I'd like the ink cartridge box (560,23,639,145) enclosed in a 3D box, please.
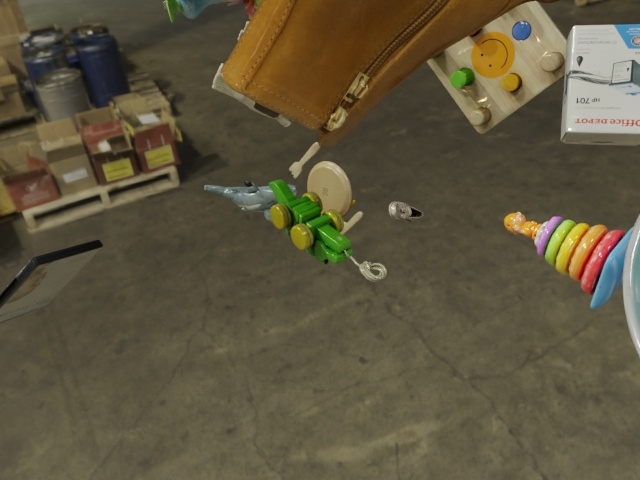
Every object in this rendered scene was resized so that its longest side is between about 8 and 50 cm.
[{"bbox_3d":[0.504,-0.271,1.043,0.139,0.191,0.082,4,-4,15],"label":"ink cartridge box"}]

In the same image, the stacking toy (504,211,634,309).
[{"bbox_3d":[0.573,0.009,1.406,0.301,0.175,0.165,29,51,33],"label":"stacking toy"}]

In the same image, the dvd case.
[{"bbox_3d":[-0.598,0.094,1.267,0.253,0.022,0.180,-39,-5,25],"label":"dvd case"}]

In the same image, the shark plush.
[{"bbox_3d":[-0.124,-0.091,1.072,0.161,0.067,0.073,18,60,4],"label":"shark plush"}]

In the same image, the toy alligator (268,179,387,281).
[{"bbox_3d":[0.000,0.000,0.661,0.056,0.051,0.189,-25,53,-31],"label":"toy alligator"}]

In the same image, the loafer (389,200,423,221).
[{"bbox_3d":[0.196,-0.067,1.360,0.039,0.045,0.125,-7,-7,29],"label":"loafer"}]

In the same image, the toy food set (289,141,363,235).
[{"bbox_3d":[0.020,-0.104,1.247,0.038,0.132,0.192,-21,77,-43],"label":"toy food set"}]

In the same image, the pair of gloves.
[{"bbox_3d":[-0.098,-0.347,1.242,0.204,0.240,0.042,22,53,-24],"label":"pair of gloves"}]

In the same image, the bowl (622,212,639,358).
[{"bbox_3d":[0.412,0.064,0.467,0.311,0.163,0.312,-12,62,23],"label":"bowl"}]

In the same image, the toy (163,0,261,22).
[{"bbox_3d":[-0.074,-0.300,0.739,0.237,0.056,0.137,-10,11,-10],"label":"toy"}]

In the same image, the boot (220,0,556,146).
[{"bbox_3d":[0.066,-0.159,0.421,0.104,0.211,0.295,46,24,24],"label":"boot"}]

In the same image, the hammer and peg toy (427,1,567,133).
[{"bbox_3d":[0.343,-0.445,1.265,0.266,0.361,0.127,-36,-2,37],"label":"hammer and peg toy"}]
